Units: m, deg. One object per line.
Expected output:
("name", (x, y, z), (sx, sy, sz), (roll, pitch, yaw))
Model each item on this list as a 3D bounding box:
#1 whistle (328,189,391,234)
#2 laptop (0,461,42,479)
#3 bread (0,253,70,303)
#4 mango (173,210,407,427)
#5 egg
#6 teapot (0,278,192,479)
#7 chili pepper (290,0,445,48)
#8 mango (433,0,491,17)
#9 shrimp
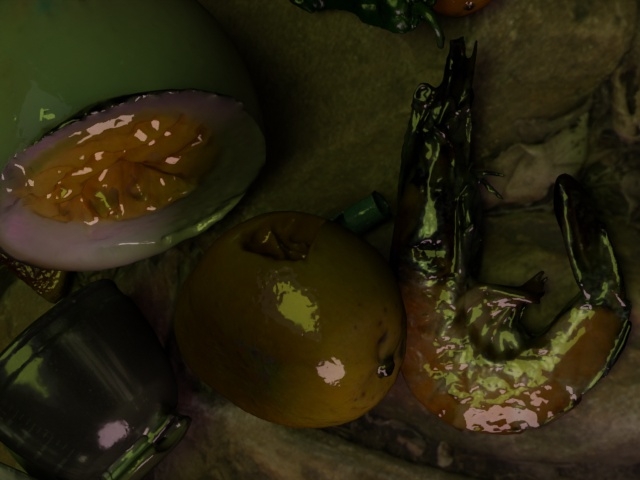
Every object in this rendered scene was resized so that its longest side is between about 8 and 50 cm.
("whistle", (0.000, 0.000, 1.229), (0.186, 0.039, 0.039), (-31, 77, 24))
("laptop", (-0.318, 0.378, 1.336), (0.269, 0.015, 0.187), (14, 140, 26))
("bread", (-0.394, -0.008, 1.414), (0.154, 0.054, 0.136), (36, 104, -1))
("mango", (-0.053, 0.099, 1.140), (0.365, 0.182, 0.252), (-18, 107, 50))
("egg", (-0.275, -0.186, 1.207), (0.355, 0.355, 0.339), (-37, 62, 22))
("teapot", (-0.313, 0.233, 1.287), (0.321, 0.239, 0.239), (-45, 84, 15))
("chili pepper", (0.047, -0.285, 1.151), (0.257, 0.074, 0.100), (33, 130, 52))
("mango", (0.171, -0.328, 1.116), (0.115, 0.089, 0.165), (43, 107, 31))
("shrimp", (0.194, -0.005, 1.106), (0.272, 0.085, 0.444), (-4, 92, 24))
